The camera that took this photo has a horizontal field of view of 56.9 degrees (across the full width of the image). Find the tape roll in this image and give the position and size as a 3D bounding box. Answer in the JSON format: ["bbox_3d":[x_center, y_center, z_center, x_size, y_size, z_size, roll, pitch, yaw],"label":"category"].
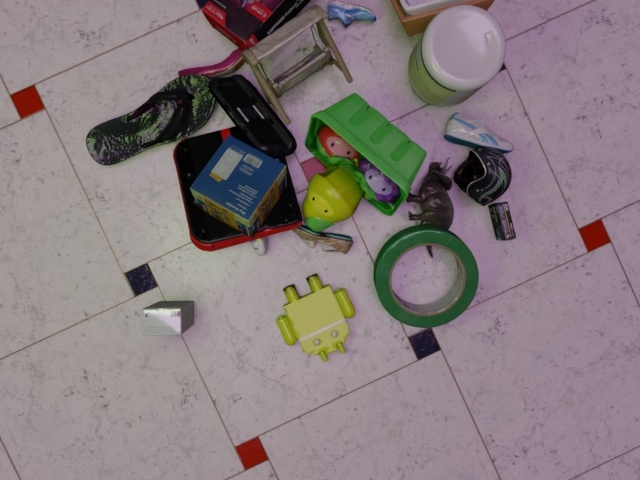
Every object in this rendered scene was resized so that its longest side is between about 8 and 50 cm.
[{"bbox_3d":[0.328,0.113,1.852,0.321,0.077,0.321,0,106,-1],"label":"tape roll"}]

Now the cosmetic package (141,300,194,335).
[{"bbox_3d":[-0.456,0.232,1.785,0.117,0.231,0.086,-2,91,-2],"label":"cosmetic package"}]

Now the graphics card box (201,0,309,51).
[{"bbox_3d":[-0.160,-0.761,1.805,0.371,0.094,0.233,-46,63,-1],"label":"graphics card box"}]

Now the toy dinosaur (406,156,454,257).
[{"bbox_3d":[0.357,-0.101,1.867,0.160,0.121,0.314,-8,87,11],"label":"toy dinosaur"}]

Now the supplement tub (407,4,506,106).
[{"bbox_3d":[0.390,-0.532,1.756,0.235,0.325,0.236,0,91,-2],"label":"supplement tub"}]

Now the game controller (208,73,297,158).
[{"bbox_3d":[-0.206,-0.379,1.801,0.166,0.067,0.319,-28,75,-41],"label":"game controller"}]

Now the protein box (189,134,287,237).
[{"bbox_3d":[-0.231,-0.155,1.707,0.199,0.136,0.201,29,72,9],"label":"protein box"}]

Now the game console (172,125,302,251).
[{"bbox_3d":[-0.263,-0.175,1.819,0.341,0.060,0.387,-14,71,-6],"label":"game console"}]

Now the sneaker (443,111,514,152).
[{"bbox_3d":[0.515,-0.338,1.886,0.228,0.087,0.092,18,86,-5],"label":"sneaker"}]

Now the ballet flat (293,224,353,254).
[{"bbox_3d":[0.000,0.000,1.882,0.206,0.073,0.067,15,105,1],"label":"ballet flat"}]

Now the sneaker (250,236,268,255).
[{"bbox_3d":[-0.248,-0.055,1.866,0.126,0.091,0.240,-18,79,8],"label":"sneaker"}]

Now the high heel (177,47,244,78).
[{"bbox_3d":[-0.329,-0.561,1.857,0.244,0.082,0.117,-41,93,8],"label":"high heel"}]

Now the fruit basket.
[{"bbox_3d":[0.083,-0.198,1.792,0.391,0.283,0.392,2,75,-7],"label":"fruit basket"}]

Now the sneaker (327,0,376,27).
[{"bbox_3d":[0.098,-0.715,1.885,0.162,0.063,0.073,12,108,2],"label":"sneaker"}]

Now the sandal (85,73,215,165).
[{"bbox_3d":[-0.516,-0.358,1.813,0.445,0.107,0.168,-29,103,4],"label":"sandal"}]

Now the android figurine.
[{"bbox_3d":[-0.011,0.252,1.892,0.248,0.056,0.273,-23,90,-2],"label":"android figurine"}]

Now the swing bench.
[{"bbox_3d":[-0.076,-0.536,1.758,0.253,0.165,0.255,-33,137,-2],"label":"swing bench"}]

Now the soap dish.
[{"bbox_3d":[0.357,-0.757,1.816,0.290,0.118,0.229,-15,58,-1],"label":"soap dish"}]

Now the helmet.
[{"bbox_3d":[0.515,-0.207,1.847,0.169,0.169,0.161,37,108,-2],"label":"helmet"}]

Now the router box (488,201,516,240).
[{"bbox_3d":[0.580,-0.061,1.888,0.038,0.092,0.123,-15,91,-2],"label":"router box"}]
